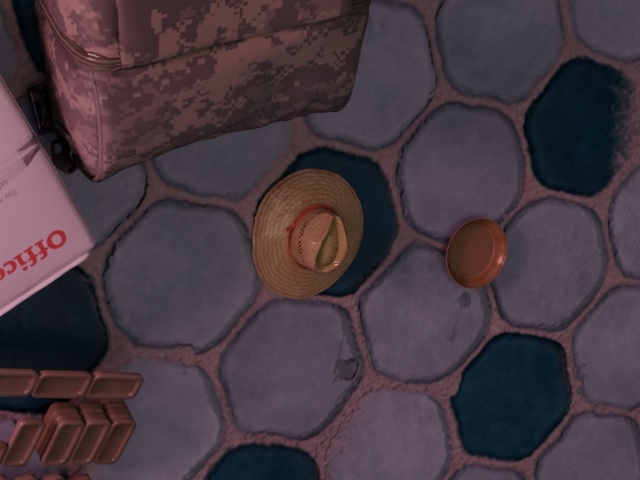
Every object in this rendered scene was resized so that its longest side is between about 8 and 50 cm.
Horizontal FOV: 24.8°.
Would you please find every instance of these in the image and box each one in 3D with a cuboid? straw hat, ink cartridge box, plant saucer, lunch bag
[{"bbox_3d":[0.000,0.000,1.539,0.144,0.061,0.144,-7,106,-26],"label":"straw hat"},{"bbox_3d":[-0.363,-0.063,1.293,0.207,0.117,0.283,-35,116,-16],"label":"ink cartridge box"},{"bbox_3d":[0.176,0.013,1.663,0.083,0.015,0.083,-8,107,-26],"label":"plant saucer"},{"bbox_3d":[-0.114,-0.201,1.341,0.305,0.212,0.256,-17,127,-21],"label":"lunch bag"}]

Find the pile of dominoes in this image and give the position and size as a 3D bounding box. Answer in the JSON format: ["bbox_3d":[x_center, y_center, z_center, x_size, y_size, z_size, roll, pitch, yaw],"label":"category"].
[{"bbox_3d":[-0.304,0.191,1.408,0.251,0.040,0.196,7,123,-39],"label":"pile of dominoes"}]
